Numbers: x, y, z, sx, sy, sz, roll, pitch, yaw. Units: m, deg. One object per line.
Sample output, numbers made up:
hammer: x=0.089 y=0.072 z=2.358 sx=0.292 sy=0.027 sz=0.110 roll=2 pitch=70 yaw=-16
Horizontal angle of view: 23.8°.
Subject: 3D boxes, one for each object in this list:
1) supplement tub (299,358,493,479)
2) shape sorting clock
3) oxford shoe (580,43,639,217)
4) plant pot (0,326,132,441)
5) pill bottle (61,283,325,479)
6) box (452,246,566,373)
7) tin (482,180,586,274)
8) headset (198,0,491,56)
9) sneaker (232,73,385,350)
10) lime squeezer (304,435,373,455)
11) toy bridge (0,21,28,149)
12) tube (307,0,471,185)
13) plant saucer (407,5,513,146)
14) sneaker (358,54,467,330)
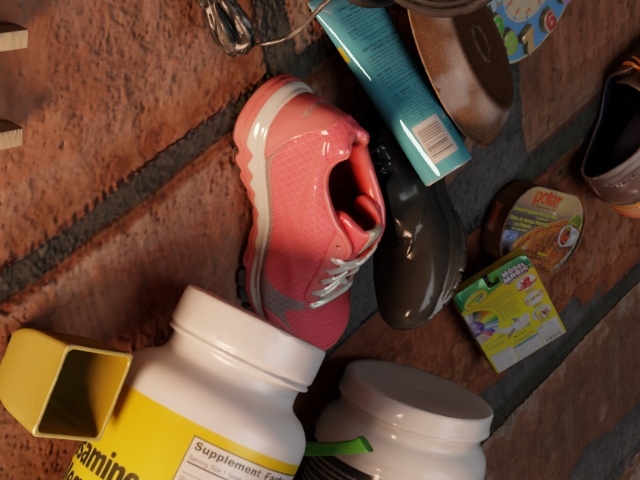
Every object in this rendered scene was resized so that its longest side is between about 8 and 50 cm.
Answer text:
supplement tub: x=0.068 y=0.286 z=1.656 sx=0.191 sy=0.191 sz=0.272 roll=3 pitch=108 yaw=-52
shape sorting clock: x=0.231 y=-0.290 z=1.656 sx=0.206 sy=0.040 sz=0.206 roll=-28 pitch=130 yaw=-39
oxford shoe: x=0.441 y=-0.208 z=1.898 sx=0.132 sy=0.130 sz=0.364 roll=24 pitch=91 yaw=-48
plant pot: x=-0.225 y=0.114 z=1.283 sx=0.081 sy=0.083 sz=0.081 roll=17 pitch=96 yaw=-54
pill bottle: x=-0.131 y=0.218 z=1.374 sx=0.188 sy=0.188 sz=0.334 roll=31 pitch=85 yaw=-54
box: x=0.222 y=0.080 z=1.825 sx=0.105 sy=0.043 sz=0.179 roll=-32 pitch=142 yaw=2
tin: x=0.262 y=-0.017 z=1.856 sx=0.189 sy=0.040 sz=0.106 roll=10 pitch=106 yaw=-52
headset: x=0.066 y=-0.289 z=1.321 sx=0.394 sy=0.243 sz=0.185 roll=-34 pitch=111 yaw=-12
sneaker: x=0.000 y=0.000 z=1.454 sx=0.116 sy=0.136 sz=0.314 roll=-36 pitch=136 yaw=-33
lime squeezer: x=-0.076 y=0.258 z=1.547 sx=0.310 sy=0.110 sz=0.059 roll=-45 pitch=169 yaw=24
toy bridge: x=-0.253 y=-0.151 z=1.146 sx=0.063 sy=0.026 sz=0.188 roll=-16 pitch=122 yaw=-43
tube: x=0.069 y=-0.153 z=1.451 sx=0.080 sy=0.052 sz=0.207 roll=-33 pitch=94 yaw=-41
plant saucer: x=0.146 y=-0.192 z=1.511 sx=0.198 sy=0.036 sz=0.199 roll=46 pitch=33 yaw=-42
sneaker: x=0.073 y=-0.054 z=1.518 sx=0.130 sy=0.109 sz=0.286 roll=15 pitch=71 yaw=-43
